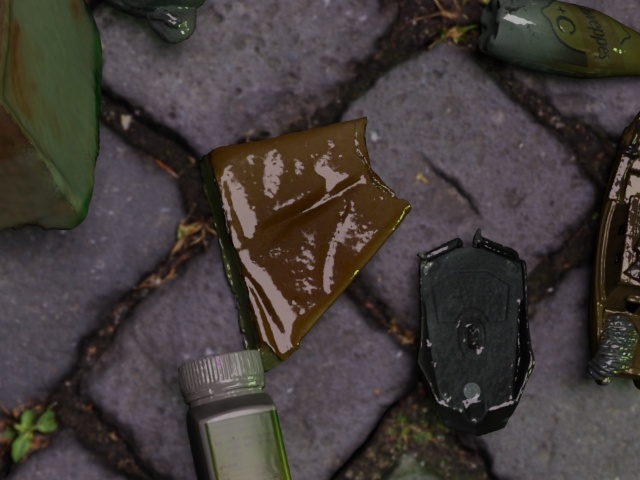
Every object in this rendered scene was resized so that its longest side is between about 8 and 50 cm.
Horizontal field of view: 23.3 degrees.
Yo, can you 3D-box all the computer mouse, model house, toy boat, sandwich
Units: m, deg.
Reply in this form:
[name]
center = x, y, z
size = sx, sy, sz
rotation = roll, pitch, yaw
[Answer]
[computer mouse]
center = 0.165, 0.100, 1.683
size = 0.126, 0.071, 0.231
rotation = -3, 69, 3
[model house]
center = -0.397, -0.158, 1.569
size = 0.280, 0.245, 0.312
rotation = -13, 52, 14
[toy boat]
center = 0.351, 0.007, 1.708
size = 0.089, 0.121, 0.321
rotation = 11, 77, -2
[sandwich]
center = 0.000, 0.000, 1.674
size = 0.212, 0.063, 0.245
rotation = -13, 83, -14

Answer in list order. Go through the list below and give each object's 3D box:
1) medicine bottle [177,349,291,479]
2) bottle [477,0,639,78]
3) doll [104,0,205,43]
[medicine bottle]
center = -0.085, 0.212, 1.579
size = 0.088, 0.132, 0.188
rotation = -11, 80, -11
[bottle]
center = 0.314, -0.223, 1.768
size = 0.269, 0.083, 0.083
rotation = 8, 77, -15
[doll]
center = -0.160, -0.401, 1.678
size = 0.246, 0.158, 0.340
rotation = 31, 72, -15
